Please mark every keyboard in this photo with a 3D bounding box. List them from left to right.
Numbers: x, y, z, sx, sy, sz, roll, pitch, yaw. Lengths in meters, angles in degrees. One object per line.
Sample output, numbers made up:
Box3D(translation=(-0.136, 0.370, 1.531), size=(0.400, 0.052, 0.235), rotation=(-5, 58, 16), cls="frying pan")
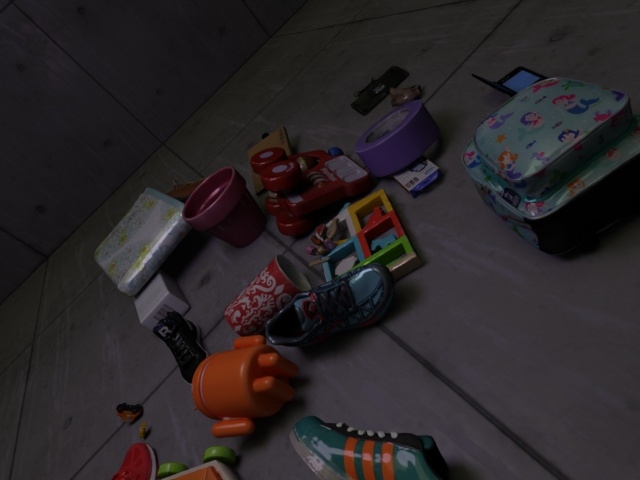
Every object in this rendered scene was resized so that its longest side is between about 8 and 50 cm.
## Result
Box3D(translation=(0.183, -0.470, 1.349), size=(0.192, 0.038, 0.100), rotation=(-42, 57, 0), cls="keyboard")

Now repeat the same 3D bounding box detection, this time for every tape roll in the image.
Box3D(translation=(0.178, -0.240, 1.012), size=(0.189, 0.080, 0.189), rotation=(-35, 22, 16), cls="tape roll")

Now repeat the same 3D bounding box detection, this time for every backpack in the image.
Box3D(translation=(0.350, -0.130, 0.669), size=(0.225, 0.191, 0.253), rotation=(-38, 29, 10), cls="backpack")

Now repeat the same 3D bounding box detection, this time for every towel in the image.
Box3D(translation=(-0.577, -0.010, 1.404), size=(0.375, 0.090, 0.320), rotation=(22, 74, 48), cls="towel")

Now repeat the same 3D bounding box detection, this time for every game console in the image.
Box3D(translation=(0.414, -0.356, 0.939), size=(0.107, 0.071, 0.122), rotation=(-35, 35, 13), cls="game console")

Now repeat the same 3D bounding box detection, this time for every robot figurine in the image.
Box3D(translation=(-0.148, 0.264, 0.789), size=(0.220, 0.128, 0.158), rotation=(-19, 84, 32), cls="robot figurine")

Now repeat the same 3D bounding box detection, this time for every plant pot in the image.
Box3D(translation=(-0.263, -0.082, 1.237), size=(0.201, 0.180, 0.201), rotation=(-27, 38, 23), cls="plant pot")

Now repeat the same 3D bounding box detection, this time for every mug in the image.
Box3D(translation=(-0.110, 0.130, 0.945), size=(0.169, 0.150, 0.113), rotation=(-42, 70, 9), cls="mug")

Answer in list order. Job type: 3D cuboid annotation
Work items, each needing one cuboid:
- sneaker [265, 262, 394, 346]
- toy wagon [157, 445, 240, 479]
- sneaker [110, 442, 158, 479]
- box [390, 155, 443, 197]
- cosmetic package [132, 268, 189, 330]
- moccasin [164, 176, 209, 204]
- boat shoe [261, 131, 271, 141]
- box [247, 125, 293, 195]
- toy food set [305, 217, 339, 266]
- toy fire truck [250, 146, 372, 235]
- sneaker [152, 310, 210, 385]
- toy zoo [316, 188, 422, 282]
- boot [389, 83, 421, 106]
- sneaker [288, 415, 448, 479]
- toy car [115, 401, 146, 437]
Box3D(translation=(0.012, 0.127, 0.760), size=(0.262, 0.125, 0.104), rotation=(-35, 70, 22), cls="sneaker")
Box3D(translation=(-0.193, 0.467, 0.668), size=(0.344, 0.068, 0.267), rotation=(-29, 37, 21), cls="toy wagon")
Box3D(translation=(-0.388, 0.473, 0.806), size=(0.087, 0.128, 0.221), rotation=(-35, 36, 10), cls="sneaker")
Box3D(translation=(0.213, -0.148, 0.960), size=(0.081, 0.028, 0.136), rotation=(-38, 36, 7), cls="box")
Box3D(translation=(-0.478, 0.173, 1.269), size=(0.117, 0.085, 0.231), rotation=(-48, 32, -6), cls="cosmetic package")
Box3D(translation=(-0.521, -0.151, 1.620), size=(0.380, 0.139, 0.147), rotation=(-21, 34, 34), cls="moccasin")
Box3D(translation=(-0.180, -0.321, 1.516), size=(0.075, 0.065, 0.206), rotation=(-34, 35, 14), cls="boat shoe")
Box3D(translation=(-0.165, -0.266, 1.423), size=(0.164, 0.021, 0.201), rotation=(-30, 56, 22), cls="box")
Box3D(translation=(0.000, 0.000, 0.966), size=(0.078, 0.019, 0.122), rotation=(-22, 39, 30), cls="toy food set")
Box3D(translation=(-0.030, -0.162, 1.133), size=(0.254, 0.169, 0.302), rotation=(-22, 33, -10), cls="toy fire truck")
Box3D(translation=(-0.337, 0.247, 1.007), size=(0.079, 0.121, 0.217), rotation=(-45, 34, -1), cls="sneaker")
Box3D(translation=(0.086, 0.000, 0.924), size=(0.192, 0.030, 0.293), rotation=(-33, 35, 16), cls="toy zoo")
Box3D(translation=(0.243, -0.420, 1.220), size=(0.087, 0.042, 0.118), rotation=(-19, 41, 22), cls="boot")
Box3D(translation=(0.089, 0.291, 0.546), size=(0.302, 0.108, 0.121), rotation=(18, 65, 44), cls="sneaker")
Box3D(translation=(-0.440, 0.419, 0.988), size=(0.122, 0.060, 0.040), rotation=(20, 100, 60), cls="toy car")
